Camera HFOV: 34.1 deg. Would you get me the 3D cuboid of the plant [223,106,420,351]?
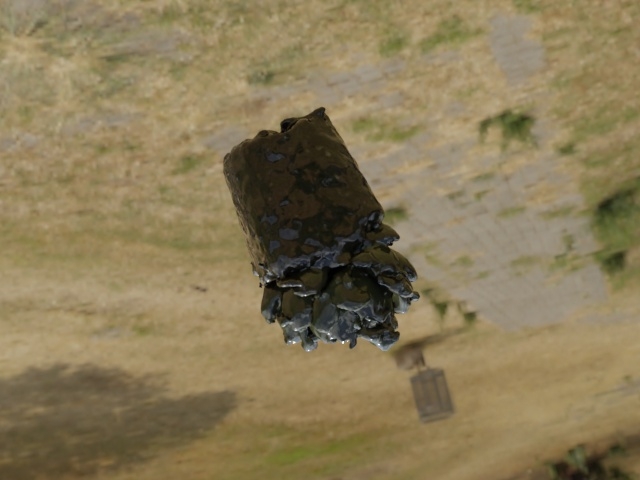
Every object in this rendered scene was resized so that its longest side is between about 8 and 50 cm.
[{"bbox_3d":[0.000,0.000,0.607,0.092,0.143,0.094,-24,-178,-22],"label":"plant"}]
